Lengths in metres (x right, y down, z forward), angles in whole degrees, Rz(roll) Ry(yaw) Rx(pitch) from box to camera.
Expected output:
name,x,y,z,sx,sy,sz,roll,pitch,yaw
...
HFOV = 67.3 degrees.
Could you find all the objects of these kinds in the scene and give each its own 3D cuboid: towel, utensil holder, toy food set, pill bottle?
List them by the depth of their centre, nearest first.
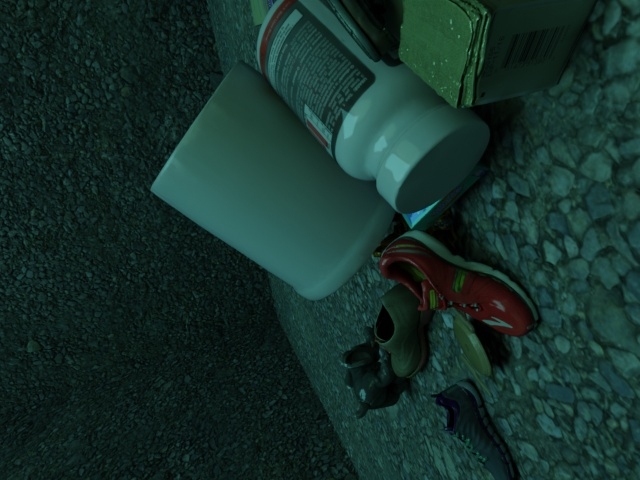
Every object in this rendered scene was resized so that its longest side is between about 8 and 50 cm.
name,x,y,z,sx,sy,sz,roll,pitch,yaw
towel,0.132,-0.221,0.527,0.110,0.027,0.148,89,157,-45
pill bottle,0.072,-0.227,0.751,0.363,0.210,0.210,53,158,25
toy food set,0.290,0.190,0.903,0.132,0.038,0.192,-118,4,-60
utensil holder,-0.088,-0.117,0.968,0.385,0.328,0.327,35,175,-17

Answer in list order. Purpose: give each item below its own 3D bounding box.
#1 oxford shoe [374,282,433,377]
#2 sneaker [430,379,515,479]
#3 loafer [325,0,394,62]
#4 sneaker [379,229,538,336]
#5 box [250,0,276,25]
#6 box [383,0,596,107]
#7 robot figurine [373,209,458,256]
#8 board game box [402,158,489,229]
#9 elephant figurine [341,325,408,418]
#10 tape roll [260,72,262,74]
name,x,y,z,sx,sy,sz,roll,pitch,yaw
oxford shoe,0.186,0.230,1.188,0.123,0.130,0.349,-124,22,-47
sneaker,0.312,0.412,1.001,0.083,0.098,0.224,104,146,-63
loafer,0.034,-0.352,0.635,0.096,0.084,0.268,27,-148,-59
sneaker,0.220,0.091,0.816,0.278,0.118,0.107,30,138,29
box,-0.117,-0.700,1.274,0.243,0.117,0.214,-136,32,-63
box,0.170,-0.318,0.614,0.121,0.147,0.311,94,153,-52
robot figurine,0.182,-0.027,1.007,0.291,0.084,0.211,177,76,-75
board game box,0.173,-0.149,0.845,0.160,0.047,0.210,-50,53,36
elephant figurine,0.133,0.382,1.438,0.239,0.185,0.170,37,108,46
tape roll,-0.116,-0.345,1.348,0.286,0.286,0.100,105,144,-63
